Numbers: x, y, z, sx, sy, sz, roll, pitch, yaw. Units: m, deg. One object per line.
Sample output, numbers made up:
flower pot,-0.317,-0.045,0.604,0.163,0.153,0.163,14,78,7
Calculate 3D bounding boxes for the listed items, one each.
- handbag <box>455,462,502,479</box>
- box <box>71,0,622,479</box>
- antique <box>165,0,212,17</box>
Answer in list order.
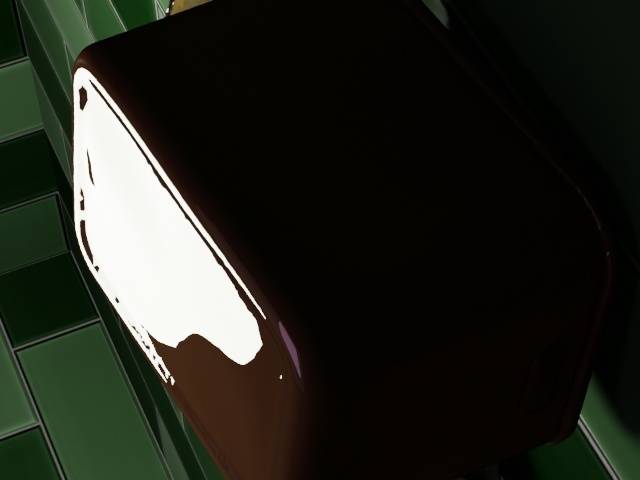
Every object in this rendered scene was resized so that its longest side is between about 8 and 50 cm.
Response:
handbag,0.045,0.136,1.507,0.235,0.127,0.213,-11,106,46
box,0.000,0.000,1.167,0.339,0.229,0.239,52,150,33
antique,-0.079,-0.214,1.597,0.093,0.087,0.310,66,160,14
